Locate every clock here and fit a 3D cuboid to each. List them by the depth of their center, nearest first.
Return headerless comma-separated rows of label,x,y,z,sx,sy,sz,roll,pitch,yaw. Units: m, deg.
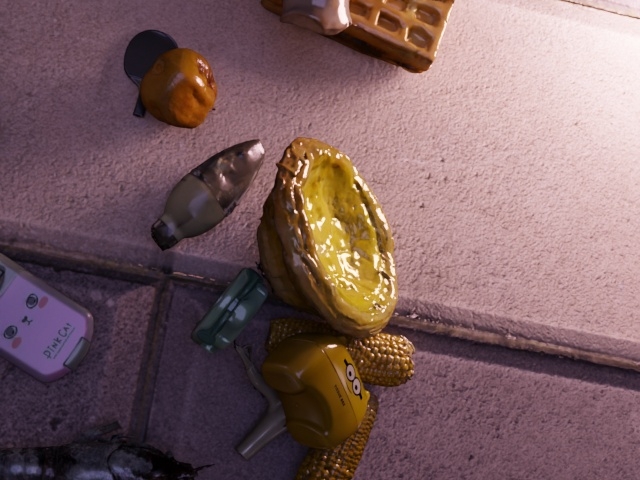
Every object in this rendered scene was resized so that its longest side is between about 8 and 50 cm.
clock,-0.144,0.115,1.635,0.060,0.188,0.148,40,80,-4

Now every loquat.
loquat,-0.234,-0.251,1.695,0.137,0.113,0.137,-8,102,-45

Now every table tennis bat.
table tennis bat,-0.295,-0.288,1.740,0.095,0.014,0.158,14,79,-11

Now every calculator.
calculator,-0.488,0.124,1.638,0.246,0.045,0.141,35,78,-5

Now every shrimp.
shrimp,-0.381,0.376,1.579,0.410,0.166,0.222,9,55,-15

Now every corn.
corn,0.008,0.389,1.686,0.097,0.097,0.320,29,77,-7
corn,0.035,0.188,1.714,0.260,0.091,0.091,13,106,-6

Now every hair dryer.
hair dryer,-0.112,0.272,1.659,0.199,0.067,0.167,36,87,-34

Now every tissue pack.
tissue pack,-0.003,0.233,1.614,0.127,0.123,0.178,-38,115,-36

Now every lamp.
lamp,-0.185,-0.080,1.696,0.250,0.101,0.101,-43,93,-15

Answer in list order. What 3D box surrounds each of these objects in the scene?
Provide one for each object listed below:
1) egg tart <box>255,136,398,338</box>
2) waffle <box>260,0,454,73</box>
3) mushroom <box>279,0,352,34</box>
egg tart,0.000,0.000,1.660,0.132,0.345,0.346,-16,86,31
waffle,0.080,-0.452,1.796,0.327,0.098,0.224,23,81,-10
mushroom,0.006,-0.485,1.621,0.297,0.298,0.290,16,117,-9
